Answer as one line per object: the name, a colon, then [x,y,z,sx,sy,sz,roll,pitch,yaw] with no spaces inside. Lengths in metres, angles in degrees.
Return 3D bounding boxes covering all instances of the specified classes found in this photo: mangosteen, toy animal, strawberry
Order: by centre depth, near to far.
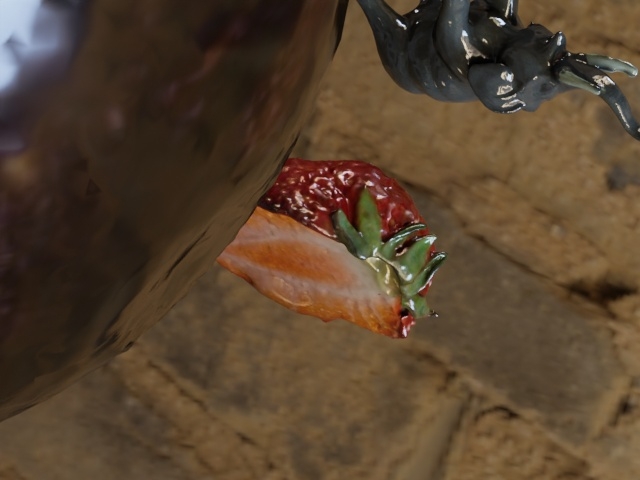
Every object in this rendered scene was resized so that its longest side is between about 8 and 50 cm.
mangosteen: [-0.199,-0.112,0.457,0.382,0.435,0.382,14,-70,43]
strawberry: [0.000,0.000,1.088,0.187,0.146,0.082,5,-133,41]
toy animal: [0.128,-0.156,1.277,0.082,0.137,0.269,-37,-143,-28]
